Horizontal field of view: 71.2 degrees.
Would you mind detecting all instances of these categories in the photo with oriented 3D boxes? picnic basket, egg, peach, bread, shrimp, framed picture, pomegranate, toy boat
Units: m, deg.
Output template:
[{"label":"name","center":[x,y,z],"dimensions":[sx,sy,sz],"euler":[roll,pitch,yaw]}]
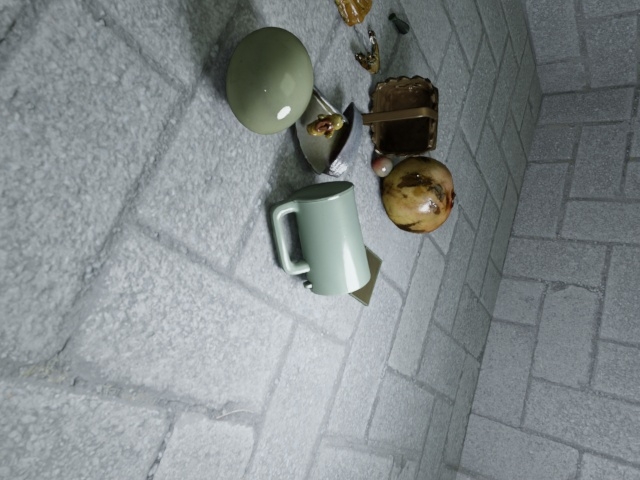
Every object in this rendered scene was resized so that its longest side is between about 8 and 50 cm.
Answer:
[{"label":"picnic basket","center":[0.300,-0.450,1.633],"dimensions":[0.321,0.254,0.291],"euler":[-21,111,-60]},{"label":"egg","center":[-0.126,-0.398,1.124],"dimensions":[0.219,0.219,0.269],"euler":[14,88,-52]},{"label":"peach","center":[0.237,-0.288,1.719],"dimensions":[0.083,0.083,0.083],"euler":[-10,102,-51]},{"label":"bread","center":[0.068,-0.831,1.430],"dimensions":[0.271,0.077,0.139],"euler":[49,61,-42]},{"label":"shrimp","center":[0.171,-0.689,1.610],"dimensions":[0.195,0.035,0.147],"euler":[-6,102,-59]},{"label":"framed picture","center":[0.179,0.142,1.753],"dimensions":[0.150,0.015,0.203],"euler":[38,66,-48]},{"label":"pomegranate","center":[0.392,-0.181,1.775],"dimensions":[0.322,0.322,0.322],"euler":[-10,102,-51]},{"label":"toy boat","center":[0.011,-0.340,1.417],"dimensions":[0.294,0.111,0.275],"euler":[11,87,-39]}]

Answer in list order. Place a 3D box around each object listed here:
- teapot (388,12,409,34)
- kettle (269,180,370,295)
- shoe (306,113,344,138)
[{"label":"teapot","center":[0.309,-0.860,1.766],"dimensions":[0.111,0.043,0.042],"euler":[12,85,-50]},{"label":"kettle","center":[0.004,-0.006,1.396],"dimensions":[0.205,0.265,0.317],"euler":[-77,158,-67]},{"label":"shoe","center":[0.017,-0.339,1.326],"dimensions":[0.109,0.069,0.072],"euler":[-7,104,-20]}]
